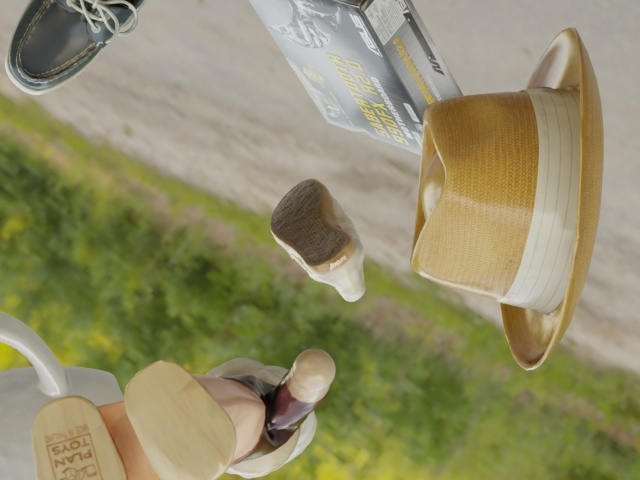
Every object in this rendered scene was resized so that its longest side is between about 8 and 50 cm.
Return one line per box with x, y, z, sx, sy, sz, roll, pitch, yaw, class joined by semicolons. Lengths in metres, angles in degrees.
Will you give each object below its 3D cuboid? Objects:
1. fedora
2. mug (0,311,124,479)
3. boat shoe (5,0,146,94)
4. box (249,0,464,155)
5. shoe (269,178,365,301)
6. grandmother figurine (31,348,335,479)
0.089;-0.024;0.813;0.079;0.194;0.194;5;172;-5;fedora
-0.353;0.235;1.608;0.276;0.328;0.374;-126;19;-56;mug
-0.222;-0.253;1.588;0.095;0.254;0.079;48;164;-13;boat shoe
0.036;-0.184;1.512;0.183;0.056;0.231;23;157;41;box
0.000;0.000;1.614;0.058;0.076;0.219;50;-175;-25;shoe
-0.079;0.130;1.035;0.342;0.208;0.104;14;-116;-75;grandmother figurine
